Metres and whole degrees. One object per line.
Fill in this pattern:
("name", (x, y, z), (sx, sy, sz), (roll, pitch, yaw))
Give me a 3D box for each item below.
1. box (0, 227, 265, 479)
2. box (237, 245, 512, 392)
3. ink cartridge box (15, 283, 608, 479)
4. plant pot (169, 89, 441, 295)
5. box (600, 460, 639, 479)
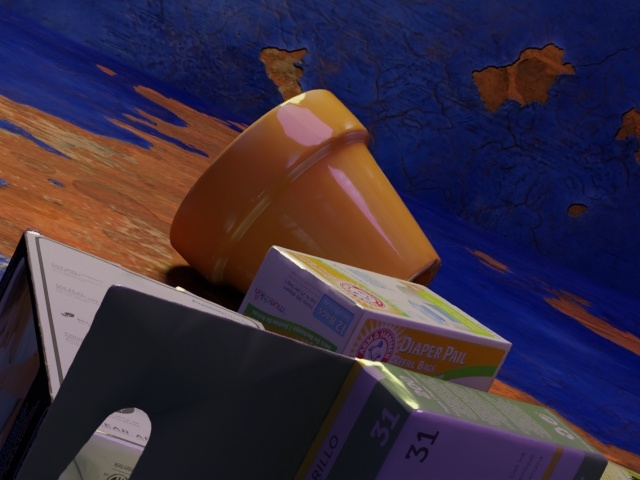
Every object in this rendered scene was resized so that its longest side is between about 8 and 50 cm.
("box", (-0.092, 0.100, 0.763), (0.169, 0.087, 0.290), (23, 11, -21))
("box", (0.037, 0.088, 1.132), (0.203, 0.103, 0.114), (16, 14, -48))
("ink cartridge box", (-0.011, 0.127, 0.580), (0.235, 0.171, 0.056), (19, 12, -38))
("plant pot", (0.000, 0.000, 1.302), (0.188, 0.205, 0.205), (46, 14, 13))
("box", (0.225, 0.211, 1.124), (0.232, 0.058, 0.087), (24, 9, -14))
